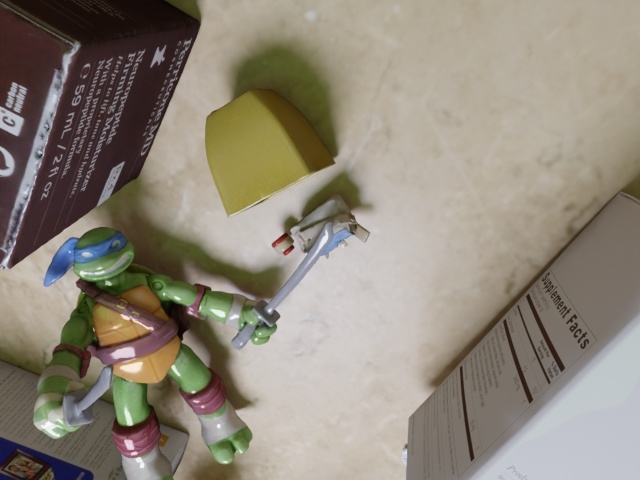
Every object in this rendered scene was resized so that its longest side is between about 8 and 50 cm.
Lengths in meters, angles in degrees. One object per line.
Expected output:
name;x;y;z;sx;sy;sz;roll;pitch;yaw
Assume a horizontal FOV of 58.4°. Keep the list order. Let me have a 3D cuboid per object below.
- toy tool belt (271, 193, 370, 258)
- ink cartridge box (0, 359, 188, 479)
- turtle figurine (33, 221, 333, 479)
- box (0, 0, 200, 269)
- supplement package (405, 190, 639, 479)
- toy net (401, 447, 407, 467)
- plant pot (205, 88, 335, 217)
toy tool belt;0.000;0.000;0.517;0.083;0.052;0.051;-37;95;23
ink cartridge box;-0.344;0.217;0.604;0.370;0.176;0.069;24;116;-1
turtle figurine;-0.132;0.128;0.510;0.274;0.198;0.266;5;123;22
box;-0.221;-0.120;0.417;0.167;0.203;0.169;29;116;-4
supplement package;0.224;0.139;0.449;0.177;0.175;0.293;37;108;-1
toy net;0.201;0.240;0.591;0.232;0.045;0.122;6;115;7
plant pot;-0.049;-0.079;0.478;0.081;0.081;0.083;-27;95;20
